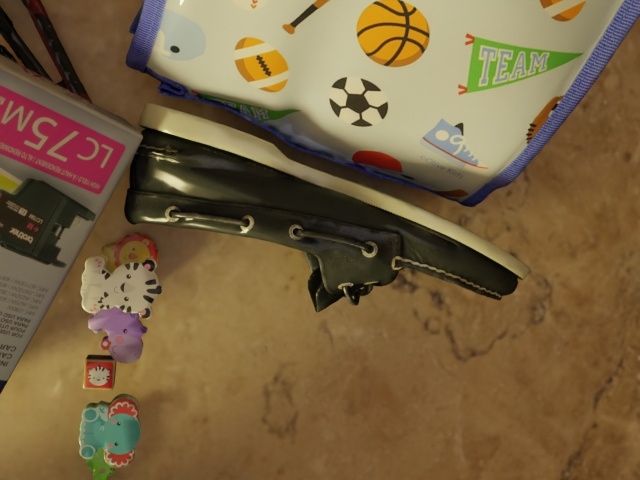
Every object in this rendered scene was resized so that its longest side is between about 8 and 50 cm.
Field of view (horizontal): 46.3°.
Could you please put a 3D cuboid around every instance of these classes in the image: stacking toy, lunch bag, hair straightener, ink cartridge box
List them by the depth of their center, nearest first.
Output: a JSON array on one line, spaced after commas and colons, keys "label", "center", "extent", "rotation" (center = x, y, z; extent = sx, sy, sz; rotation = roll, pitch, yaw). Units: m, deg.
[{"label": "ink cartridge box", "center": [-0.285, 0.013, 0.537], "extent": [0.186, 0.065, 0.311], "rotation": [26, 100, -39]}, {"label": "lunch bag", "center": [0.064, -0.239, 0.551], "extent": [0.328, 0.239, 0.385], "rotation": [20, 116, -14]}, {"label": "stacking toy", "center": [-0.153, 0.107, 0.569], "extent": [0.052, 0.167, 0.221], "rotation": [5, 92, -12]}, {"label": "hair straightener", "center": [-0.250, -0.149, 0.601], "extent": [0.089, 0.047, 0.230], "rotation": [-28, 103, -8]}]

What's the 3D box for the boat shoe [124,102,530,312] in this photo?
[{"label": "boat shoe", "center": [0.000, 0.000, 0.614], "extent": [0.340, 0.127, 0.113], "rotation": [21, 90, -10]}]
